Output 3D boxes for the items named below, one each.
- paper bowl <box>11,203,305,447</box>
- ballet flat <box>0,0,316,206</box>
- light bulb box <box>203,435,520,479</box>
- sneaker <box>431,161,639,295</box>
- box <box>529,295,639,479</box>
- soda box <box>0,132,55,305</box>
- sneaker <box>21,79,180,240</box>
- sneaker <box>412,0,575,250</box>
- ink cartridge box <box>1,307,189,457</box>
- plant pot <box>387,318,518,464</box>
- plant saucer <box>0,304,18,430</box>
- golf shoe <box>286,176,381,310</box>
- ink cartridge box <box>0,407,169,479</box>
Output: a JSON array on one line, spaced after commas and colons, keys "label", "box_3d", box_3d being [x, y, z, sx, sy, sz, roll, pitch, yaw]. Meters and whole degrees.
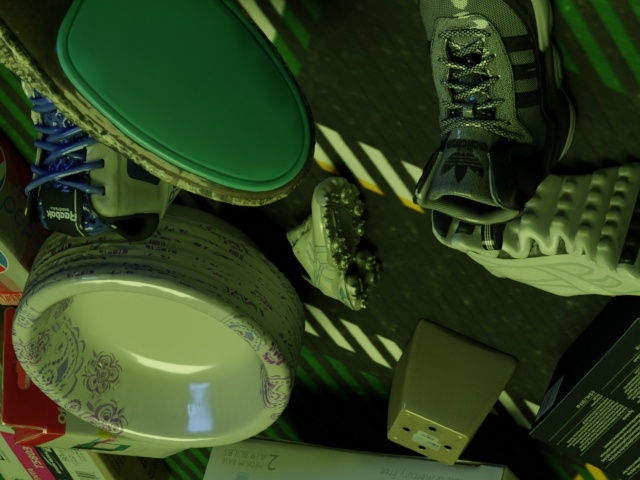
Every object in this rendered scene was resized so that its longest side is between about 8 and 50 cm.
[{"label": "paper bowl", "box_3d": [-0.154, 0.072, 1.883, 0.284, 0.148, 0.284, 9, 142, 7]}, {"label": "ballet flat", "box_3d": [-0.217, -0.194, 1.472, 0.483, 0.164, 0.182, 36, 162, -18]}, {"label": "light bulb box", "box_3d": [0.080, 0.388, 2.072, 0.357, 0.225, 0.361, 4, 156, 28]}, {"label": "sneaker", "box_3d": [0.242, 0.000, 1.597, 0.292, 0.110, 0.118, 10, 154, 35]}, {"label": "box", "box_3d": [0.331, 0.132, 1.718, 0.184, 0.103, 0.261, 29, 147, -1]}, {"label": "soda box", "box_3d": [-0.348, -0.045, 1.911, 0.083, 0.092, 0.263, -1, 140, 31]}, {"label": "sneaker", "box_3d": [-0.203, -0.107, 1.644, 0.127, 0.182, 0.315, 0, 140, 31]}, {"label": "sneaker", "box_3d": [0.122, -0.110, 1.454, 0.101, 0.153, 0.269, 4, 142, 29]}, {"label": "ink cartridge box", "box_3d": [-0.251, 0.154, 2.018, 0.231, 0.134, 0.078, 11, 159, -33]}, {"label": "plant pot", "box_3d": [0.123, 0.162, 1.901, 0.109, 0.096, 0.109, 23, 147, 1]}, {"label": "plant saucer", "box_3d": [-0.357, 0.119, 2.106, 0.188, 0.045, 0.188, 64, 164, -1]}, {"label": "golf shoe", "box_3d": [0.000, 0.000, 1.780, 0.086, 0.069, 0.176, 17, 147, 22]}, {"label": "ink cartridge box", "box_3d": [-0.318, 0.248, 2.323, 0.193, 0.088, 0.235, 6, 144, 25]}]
